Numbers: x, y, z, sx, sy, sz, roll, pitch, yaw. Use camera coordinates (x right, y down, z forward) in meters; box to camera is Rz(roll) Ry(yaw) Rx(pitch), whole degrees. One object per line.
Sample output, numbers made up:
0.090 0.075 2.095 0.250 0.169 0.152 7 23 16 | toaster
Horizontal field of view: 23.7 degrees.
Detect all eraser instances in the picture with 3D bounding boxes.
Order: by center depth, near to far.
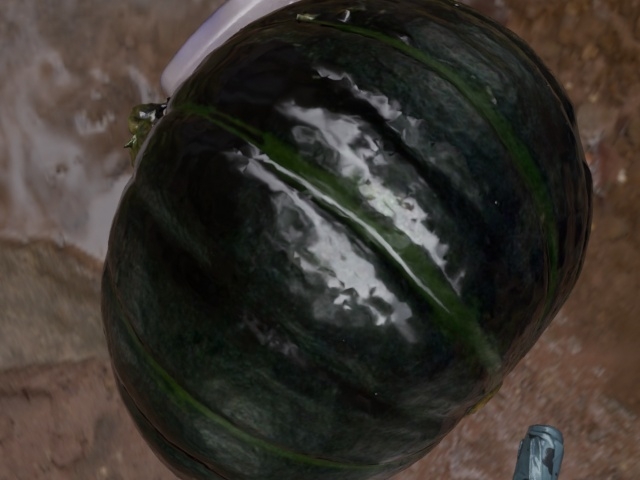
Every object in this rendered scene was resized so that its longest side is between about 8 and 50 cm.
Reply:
-0.070 -0.215 1.729 0.243 0.204 0.059 -32 62 -23 | eraser

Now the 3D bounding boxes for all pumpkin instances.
0.000 0.000 0.678 0.216 0.250 0.250 30 71 16 | pumpkin

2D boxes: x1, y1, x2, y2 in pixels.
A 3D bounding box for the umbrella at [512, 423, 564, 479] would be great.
0.218 0.315 1.634 0.052 0.053 0.250 23 64 -12 | umbrella
